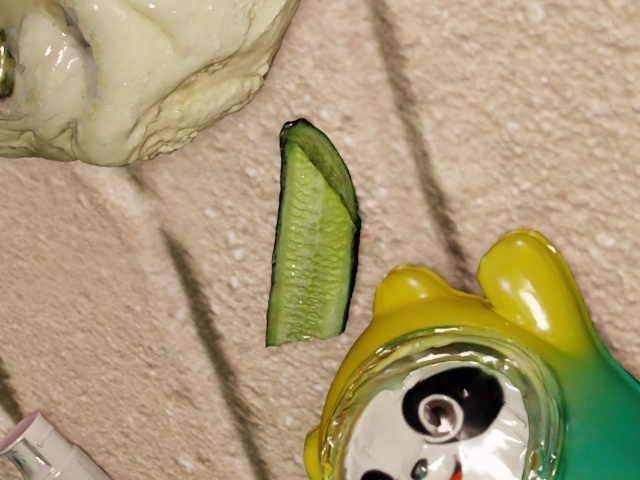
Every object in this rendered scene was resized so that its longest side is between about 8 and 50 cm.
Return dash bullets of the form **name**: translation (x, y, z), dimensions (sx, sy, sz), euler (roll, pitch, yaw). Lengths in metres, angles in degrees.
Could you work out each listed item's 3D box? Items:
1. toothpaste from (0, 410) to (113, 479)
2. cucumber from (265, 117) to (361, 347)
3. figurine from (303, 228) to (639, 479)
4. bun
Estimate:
- **toothpaste**: translation (-0.180, 0.296, 1.589), dimensions (0.323, 0.066, 0.100), euler (47, 131, -13)
- **cucumber**: translation (0.000, 0.000, 1.299), dimensions (0.070, 0.046, 0.220), euler (17, 129, 16)
- **figurine**: translation (0.154, 0.175, 1.228), dimensions (0.340, 0.231, 0.324), euler (33, 106, 17)
- **bun**: translation (-0.191, -0.194, 1.163), dimensions (0.359, 0.211, 0.360), euler (14, 125, 20)
